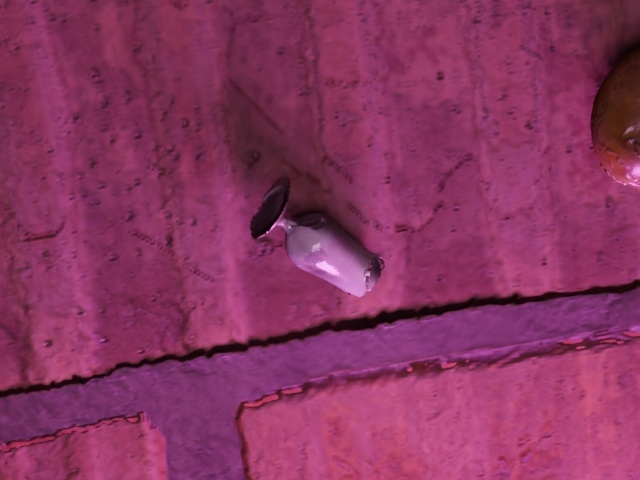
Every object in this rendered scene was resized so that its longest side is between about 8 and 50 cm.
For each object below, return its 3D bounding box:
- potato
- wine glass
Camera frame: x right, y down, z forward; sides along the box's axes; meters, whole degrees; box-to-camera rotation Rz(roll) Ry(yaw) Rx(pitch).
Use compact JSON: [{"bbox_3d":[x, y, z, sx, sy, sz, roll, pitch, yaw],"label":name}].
[{"bbox_3d":[0.225,-0.083,1.135,0.138,0.070,0.092,-26,112,-1],"label":"potato"},{"bbox_3d":[0.000,0.000,1.145,0.083,0.042,0.039,32,140,-24],"label":"wine glass"}]
